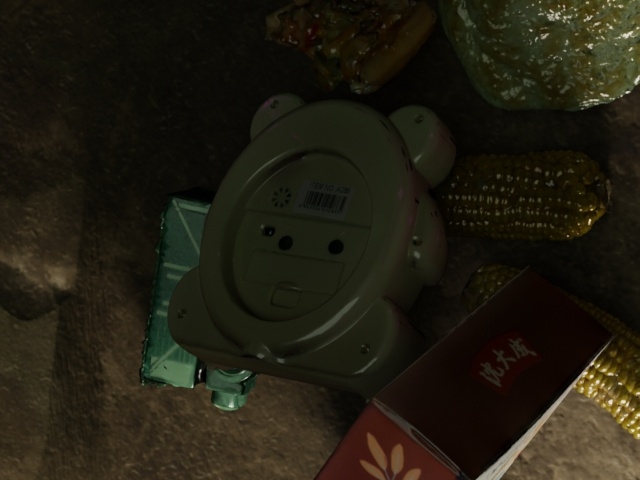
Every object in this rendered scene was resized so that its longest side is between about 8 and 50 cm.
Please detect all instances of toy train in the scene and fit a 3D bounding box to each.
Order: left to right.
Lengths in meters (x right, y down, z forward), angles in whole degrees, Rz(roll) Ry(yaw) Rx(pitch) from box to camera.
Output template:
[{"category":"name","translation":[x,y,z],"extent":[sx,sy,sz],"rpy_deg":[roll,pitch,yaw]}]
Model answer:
[{"category":"toy train","translation":[-0.118,0.062,1.754],"extent":[0.154,0.115,0.270],"rpy_deg":[12,102,12]}]

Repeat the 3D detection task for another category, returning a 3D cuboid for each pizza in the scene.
[{"category":"pizza","translation":[0.029,-0.239,1.647],"extent":[0.147,0.069,0.226],"rpy_deg":[-36,41,-7]}]

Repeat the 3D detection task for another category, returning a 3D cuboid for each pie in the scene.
[{"category":"pie","translation":[0.259,-0.265,1.587],"extent":[0.274,0.105,0.257],"rpy_deg":[-25,97,21]}]

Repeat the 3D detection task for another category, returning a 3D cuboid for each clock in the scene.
[{"category":"clock","translation":[0.000,0.000,1.586],"extent":[0.284,0.114,0.310],"rpy_deg":[8,72,33]}]

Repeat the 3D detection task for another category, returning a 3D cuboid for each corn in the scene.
[{"category":"corn","translation":[0.159,-0.047,1.650],"extent":[0.312,0.102,0.102],"rpy_deg":[-1,97,21]},{"category":"corn","translation":[0.280,0.118,1.633],"extent":[0.291,0.101,0.101],"rpy_deg":[32,106,16]}]

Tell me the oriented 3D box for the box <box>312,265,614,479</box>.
[{"category":"box","translation":[0.092,0.250,1.531],"extent":[0.122,0.344,0.385],"rpy_deg":[40,125,13]}]
